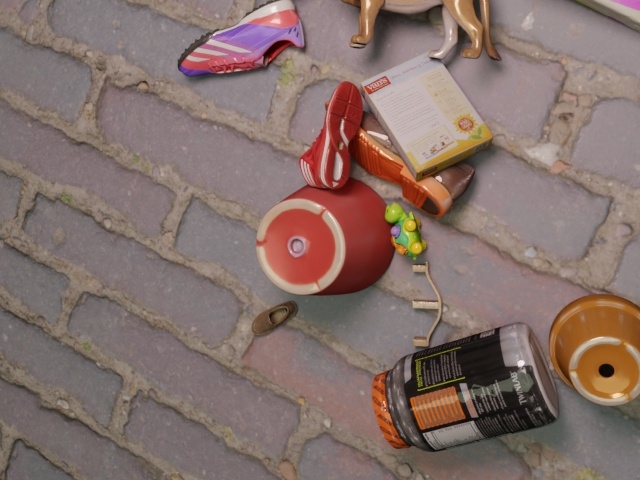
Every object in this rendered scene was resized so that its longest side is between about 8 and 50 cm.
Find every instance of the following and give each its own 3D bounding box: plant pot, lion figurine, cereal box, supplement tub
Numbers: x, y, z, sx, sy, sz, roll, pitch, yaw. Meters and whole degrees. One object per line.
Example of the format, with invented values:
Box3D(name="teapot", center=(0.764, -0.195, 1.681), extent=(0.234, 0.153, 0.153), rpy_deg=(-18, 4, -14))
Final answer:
Box3D(name="plant pot", center=(0.000, 0.000, 1.359), extent=(0.275, 0.243, 0.274), rpy_deg=(3, 98, 22))
Box3D(name="lion figurine", center=(0.178, -0.488, 1.236), extent=(0.393, 0.142, 0.240), rpy_deg=(10, 101, 3))
Box3D(name="cereal box", center=(0.210, -0.255, 1.283), extent=(0.173, 0.047, 0.240), rpy_deg=(-25, 68, -6))
Box3D(name="supplement tub", center=(0.290, 0.308, 1.302), extent=(0.338, 0.207, 0.207), rpy_deg=(-21, 89, 23))
Box3D(name="plant pot", center=(0.538, 0.218, 1.204), extent=(0.205, 0.188, 0.204), rpy_deg=(3, 97, 21))

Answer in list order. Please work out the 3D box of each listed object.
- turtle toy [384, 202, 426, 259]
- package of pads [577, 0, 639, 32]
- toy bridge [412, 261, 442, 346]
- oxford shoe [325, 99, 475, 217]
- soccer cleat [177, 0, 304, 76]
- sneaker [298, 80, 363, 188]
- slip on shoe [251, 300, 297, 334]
Box3D(name="turtle toy", center=(0.180, -0.020, 1.363), extent=(0.066, 0.095, 0.130), rpy_deg=(-16, 90, 17))
Box3D(name="package of pads", center=(0.520, -0.540, 1.130), extent=(0.297, 0.101, 0.229), rpy_deg=(26, 107, -1))
Box3D(name="toy bridge", center=(0.235, 0.139, 1.400), extent=(0.063, 0.026, 0.188), rpy_deg=(1, 97, 19))
Box3D(name="oxford shoe", center=(0.162, -0.202, 1.358), extent=(0.364, 0.130, 0.133), rpy_deg=(42, 78, 18))
Box3D(name="soccer cleat", center=(-0.186, -0.433, 1.456), extent=(0.319, 0.109, 0.116), rpy_deg=(-21, 92, 20))
Box3D(name="sneaker", center=(0.007, -0.214, 1.304), extent=(0.128, 0.087, 0.221), rpy_deg=(2, 76, 52))
Box3D(name="slip on shoe", center=(-0.118, 0.189, 1.536), extent=(0.135, 0.041, 0.051), rpy_deg=(-28, 86, 22))
